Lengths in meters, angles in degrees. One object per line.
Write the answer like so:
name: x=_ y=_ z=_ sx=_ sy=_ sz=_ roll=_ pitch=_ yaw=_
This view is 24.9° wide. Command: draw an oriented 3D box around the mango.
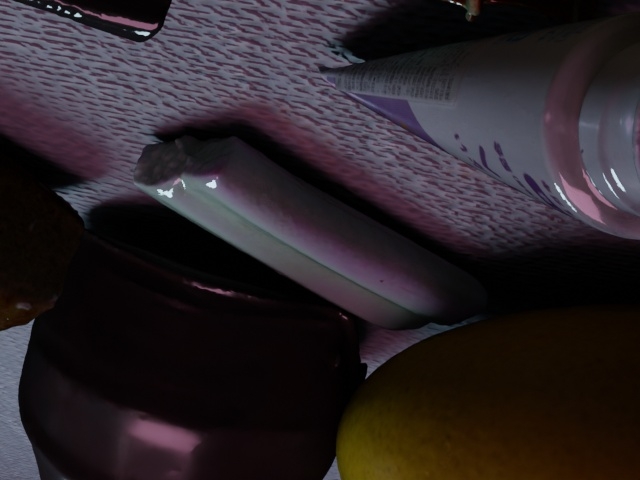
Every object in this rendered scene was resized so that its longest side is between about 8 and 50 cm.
mango: x=0.181 y=0.144 z=0.846 sx=0.378 sy=0.221 sz=0.264 roll=7 pitch=169 yaw=28

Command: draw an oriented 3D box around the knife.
knife: x=-0.167 y=-0.129 z=0.595 sx=0.230 sy=0.028 sz=0.060 roll=15 pitch=172 yaw=-23

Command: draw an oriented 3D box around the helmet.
helmet: x=-0.093 y=0.124 z=0.980 sx=0.225 sy=0.177 sz=0.305 roll=14 pitch=160 yaw=6

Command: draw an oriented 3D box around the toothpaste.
toothpaste: x=0.083 y=-0.047 z=0.549 sx=0.114 sy=0.073 sz=0.299 roll=13 pitch=-177 yaw=-14

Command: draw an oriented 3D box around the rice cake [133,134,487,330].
rice cake: x=-0.001 y=0.000 z=0.835 sx=0.222 sy=0.042 sz=0.080 roll=31 pitch=157 yaw=-36

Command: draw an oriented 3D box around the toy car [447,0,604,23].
toy car: x=0.038 y=-0.116 z=0.528 sx=0.143 sy=0.054 sz=0.073 roll=8 pitch=156 yaw=9

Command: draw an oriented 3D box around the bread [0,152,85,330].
bread: x=-0.347 y=0.007 z=0.951 sx=0.416 sy=0.113 sz=0.165 roll=-10 pitch=149 yaw=41
